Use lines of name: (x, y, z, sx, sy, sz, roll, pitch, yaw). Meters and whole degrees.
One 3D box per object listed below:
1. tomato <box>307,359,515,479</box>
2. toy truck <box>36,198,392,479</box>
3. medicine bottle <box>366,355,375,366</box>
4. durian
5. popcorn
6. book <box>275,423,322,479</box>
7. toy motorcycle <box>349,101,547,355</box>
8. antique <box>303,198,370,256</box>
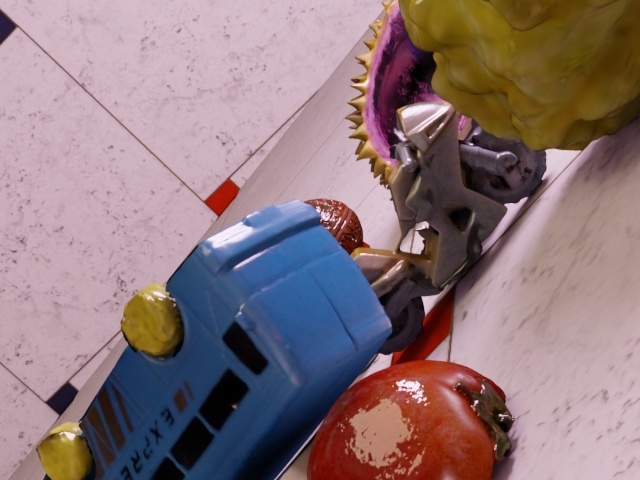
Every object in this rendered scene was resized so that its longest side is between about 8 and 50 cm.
tomato: (0.045, 0.133, 0.851, 0.139, 0.091, 0.159, -50, 12, 28)
toy truck: (-0.097, 0.138, 1.140, 0.161, 0.162, 0.385, -27, -22, -50)
medicine bottle: (0.012, 0.078, 1.235, 0.047, 0.083, 0.047, -51, 10, 12)
durian: (0.122, -0.164, 1.466, 0.260, 0.154, 0.186, -55, -21, -11)
popcorn: (0.179, -0.190, 0.996, 0.250, 0.242, 0.235, 117, 175, -60)
book: (-0.140, 0.325, 1.015, 0.428, 0.039, 0.300, -50, -4, 13)
toy motorcycle: (0.077, -0.020, 1.136, 0.229, 0.130, 0.094, -52, 11, 8)
antique: (0.000, 0.000, 1.539, 0.104, 0.104, 0.104, -51, 9, 12)
